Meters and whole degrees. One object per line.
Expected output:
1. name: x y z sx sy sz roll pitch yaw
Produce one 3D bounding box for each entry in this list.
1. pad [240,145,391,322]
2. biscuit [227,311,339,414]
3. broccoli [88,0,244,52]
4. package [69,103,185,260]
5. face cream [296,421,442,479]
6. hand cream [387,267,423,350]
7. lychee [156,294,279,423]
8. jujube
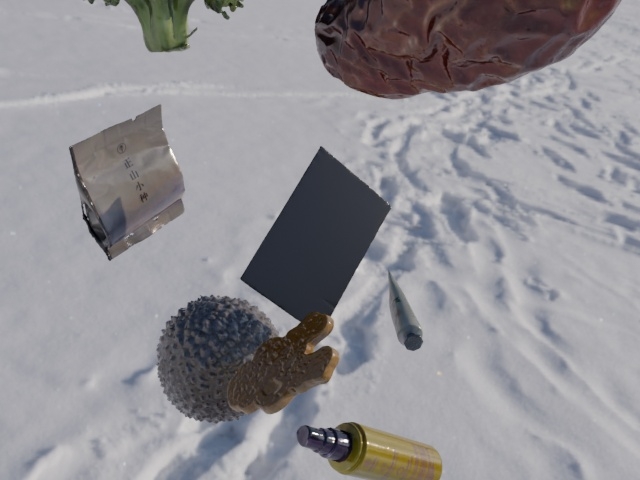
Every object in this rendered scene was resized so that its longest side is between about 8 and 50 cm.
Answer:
1. pad: 0.000 0.000 1.342 0.202 0.300 0.005 38 -19 -25
2. biscuit: -0.067 0.223 1.239 0.040 0.236 0.144 40 27 -32
3. broccoli: -0.296 -0.486 1.301 0.293 0.281 0.348 -9 16 -19
4. package: -0.358 -0.110 1.345 0.062 0.251 0.204 23 45 33
5. face cream: 0.072 0.323 1.086 0.273 0.078 0.078 26 10 -37
6. hand cream: 0.161 0.142 1.450 0.050 0.080 0.234 -7 26 -4
7. lychee: -0.229 0.258 1.580 0.300 0.300 0.300 10 22 -4
8. jujube: 0.131 -0.243 0.702 0.216 0.216 0.342 -7 -2 -38
